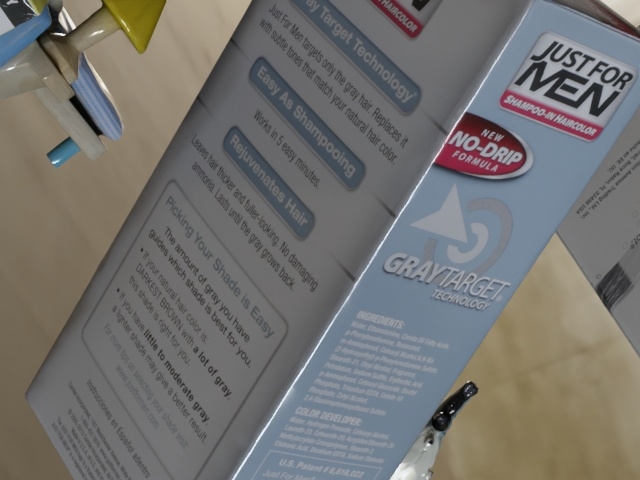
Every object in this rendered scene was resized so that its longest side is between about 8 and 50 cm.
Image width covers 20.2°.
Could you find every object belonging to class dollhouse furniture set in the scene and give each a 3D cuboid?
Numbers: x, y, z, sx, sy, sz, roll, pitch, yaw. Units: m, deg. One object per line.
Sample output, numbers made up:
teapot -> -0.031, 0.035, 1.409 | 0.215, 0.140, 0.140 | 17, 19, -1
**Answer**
dollhouse furniture set -> -0.139, -0.189, 0.989 | 0.303, 0.198, 0.286 | 51, 177, 17

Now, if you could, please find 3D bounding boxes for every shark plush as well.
shark plush -> 0.056, 0.164, 1.431 | 0.073, 0.161, 0.067 | 29, -161, -19

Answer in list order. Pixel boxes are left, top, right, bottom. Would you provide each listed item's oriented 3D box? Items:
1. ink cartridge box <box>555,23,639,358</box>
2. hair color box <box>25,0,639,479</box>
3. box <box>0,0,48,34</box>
ink cartridge box -> 0.273, -0.019, 1.175 | 0.114, 0.197, 0.273 | 29, -156, -41
hair color box -> 0.000, 0.000, 0.964 | 0.113, 0.374, 0.185 | 15, -156, -41
box -> -0.230, -0.094, 0.774 | 0.087, 0.232, 0.058 | 58, -158, -25
